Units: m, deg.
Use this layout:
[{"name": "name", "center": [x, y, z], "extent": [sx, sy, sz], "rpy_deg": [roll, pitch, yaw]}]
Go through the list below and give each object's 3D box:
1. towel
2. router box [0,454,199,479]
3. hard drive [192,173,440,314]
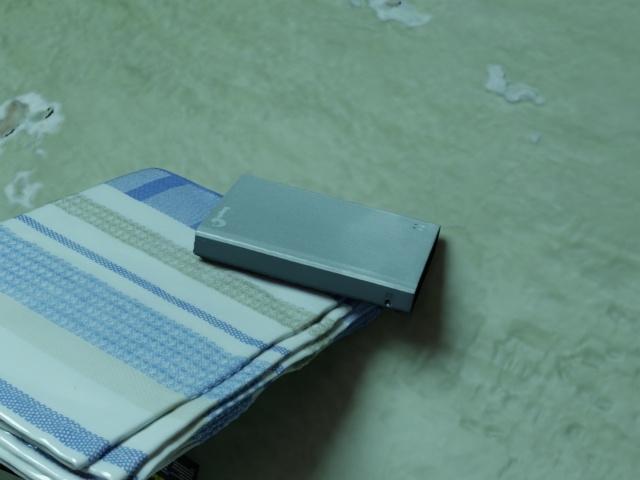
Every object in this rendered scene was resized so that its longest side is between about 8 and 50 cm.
[{"name": "towel", "center": [-0.108, 0.038, 0.663], "extent": [0.209, 0.034, 0.285], "rpy_deg": [26, 30, 22]}, {"name": "router box", "center": [-0.132, 0.124, 0.664], "extent": [0.092, 0.122, 0.038], "rpy_deg": [9, 70, 16]}, {"name": "hard drive", "center": [0.000, 0.000, 0.716], "extent": [0.135, 0.022, 0.094], "rpy_deg": [15, 27, 9]}]
